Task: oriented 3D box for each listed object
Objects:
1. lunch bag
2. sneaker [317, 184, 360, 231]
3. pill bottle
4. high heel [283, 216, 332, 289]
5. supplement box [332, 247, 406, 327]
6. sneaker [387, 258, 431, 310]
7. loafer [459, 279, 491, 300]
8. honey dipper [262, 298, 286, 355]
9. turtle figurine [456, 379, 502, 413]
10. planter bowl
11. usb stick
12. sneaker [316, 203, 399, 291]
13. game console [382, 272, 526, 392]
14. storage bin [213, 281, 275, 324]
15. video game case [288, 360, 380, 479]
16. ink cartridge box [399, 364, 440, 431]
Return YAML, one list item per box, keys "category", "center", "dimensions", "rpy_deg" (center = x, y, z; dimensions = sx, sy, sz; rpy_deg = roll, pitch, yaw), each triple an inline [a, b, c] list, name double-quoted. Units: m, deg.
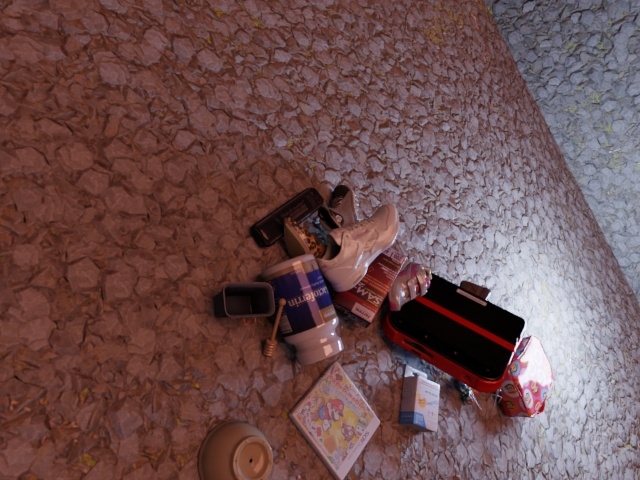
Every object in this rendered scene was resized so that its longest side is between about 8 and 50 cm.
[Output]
- category: "lunch bag"
  center: [0.771, 0.523, 1.743]
  dimensions: [0.293, 0.120, 0.258]
  rpy_deg: [-24, 89, -42]
- category: "sneaker"
  center: [0.047, -0.099, 1.411]
  dimensions: [0.132, 0.086, 0.228]
  rpy_deg: [16, 43, -33]
- category: "pill bottle"
  center: [-0.043, 0.179, 1.211]
  dimensions: [0.153, 0.153, 0.264]
  rpy_deg: [-18, 84, -41]
- category: "high heel"
  center: [0.000, 0.000, 1.349]
  dimensions: [0.186, 0.093, 0.261]
  rpy_deg: [-49, 120, -34]
- category: "supplement box"
  center: [0.141, 0.120, 1.369]
  dimensions: [0.130, 0.073, 0.239]
  rpy_deg: [29, 68, 5]
- category: "sneaker"
  center: [0.285, 0.137, 1.476]
  dimensions: [0.252, 0.111, 0.102]
  rpy_deg: [-48, 134, -49]
- category: "loafer"
  center: [0.458, 0.264, 1.617]
  dimensions: [0.130, 0.133, 0.366]
  rpy_deg: [34, 46, 23]
- category: "honey dipper"
  center: [-0.112, 0.215, 1.155]
  dimensions: [0.031, 0.030, 0.160]
  rpy_deg: [-1, 118, -39]
- category: "turtle figurine"
  center: [0.512, 0.471, 1.560]
  dimensions: [0.176, 0.118, 0.233]
  rpy_deg: [-2, 88, -36]
- category: "planter bowl"
  center: [-0.172, 0.481, 1.018]
  dimensions: [0.162, 0.109, 0.161]
  rpy_deg: [16, 63, -34]
- category: "usb stick"
  center: [-0.090, -0.072, 1.345]
  dimensions: [0.077, 0.045, 0.278]
  rpy_deg: [53, 49, -4]
- category: "sneaker"
  center: [0.109, -0.006, 1.293]
  dimensions: [0.152, 0.114, 0.305]
  rpy_deg: [48, 68, -23]
- category: "game console"
  center: [0.425, 0.273, 1.471]
  dimensions: [0.387, 0.060, 0.342]
  rpy_deg: [28, 41, 21]
- category: "storage bin"
  center: [-0.194, 0.160, 1.140]
  dimensions: [0.135, 0.091, 0.098]
  rpy_deg: [3, 71, -37]
- category: "video game case"
  center: [0.045, 0.479, 1.246]
  dimensions: [0.206, 0.026, 0.226]
  rpy_deg: [-41, 99, -41]
- category: "ink cartridge box"
  center: [0.309, 0.485, 1.429]
  dimensions: [0.104, 0.062, 0.181]
  rpy_deg: [29, 56, -27]
